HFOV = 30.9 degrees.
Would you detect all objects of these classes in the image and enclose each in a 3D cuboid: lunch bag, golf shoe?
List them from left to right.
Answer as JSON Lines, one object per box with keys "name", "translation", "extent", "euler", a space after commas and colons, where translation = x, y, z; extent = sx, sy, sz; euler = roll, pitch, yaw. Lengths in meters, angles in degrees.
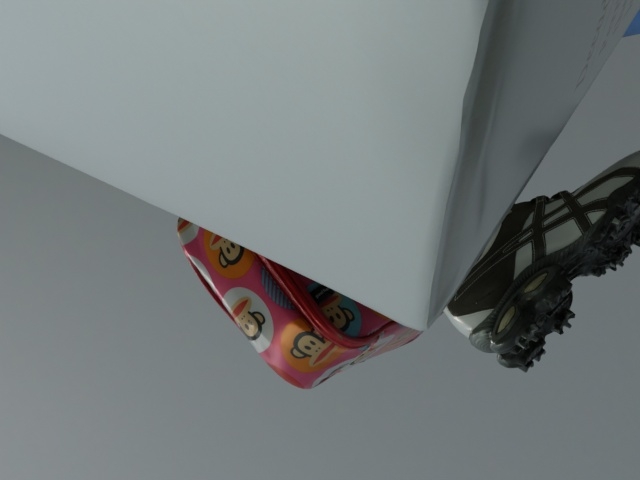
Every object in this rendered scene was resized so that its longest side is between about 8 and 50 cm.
{"name": "lunch bag", "translation": [0.000, 0.000, 1.176], "extent": [0.120, 0.258, 0.293], "euler": [-46, 165, 32]}
{"name": "golf shoe", "translation": [0.158, -0.008, 0.782], "extent": [0.198, 0.077, 0.094], "euler": [-43, -124, -18]}

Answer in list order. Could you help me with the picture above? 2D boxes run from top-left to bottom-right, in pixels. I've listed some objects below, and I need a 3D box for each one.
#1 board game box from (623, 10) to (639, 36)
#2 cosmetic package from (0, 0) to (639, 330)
{"name": "board game box", "translation": [0.228, -0.217, 0.939], "extent": [0.169, 0.133, 0.033], "euler": [-10, -122, 12]}
{"name": "cosmetic package", "translation": [0.001, -0.256, 0.447], "extent": [0.329, 0.327, 0.393], "euler": [25, -129, 17]}
